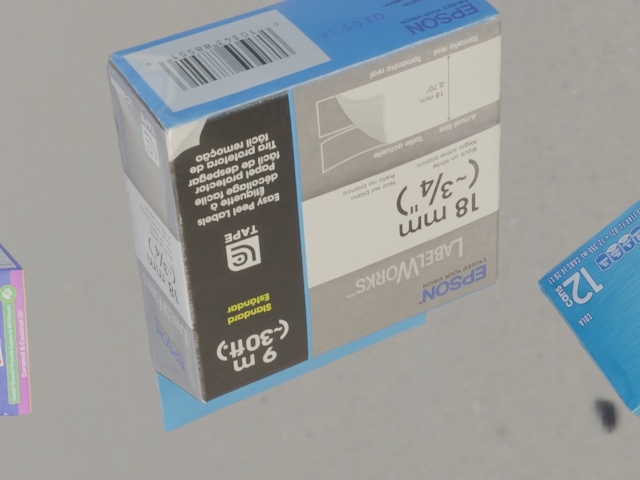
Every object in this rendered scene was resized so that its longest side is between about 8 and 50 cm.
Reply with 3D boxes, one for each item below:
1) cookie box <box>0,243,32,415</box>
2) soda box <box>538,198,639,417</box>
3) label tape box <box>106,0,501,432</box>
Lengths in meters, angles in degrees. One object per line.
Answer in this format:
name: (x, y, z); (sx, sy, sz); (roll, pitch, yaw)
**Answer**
cookie box: (-0.207, 0.049, 0.974); (0.107, 0.040, 0.092); (-149, 57, -65)
soda box: (0.189, -0.016, 0.595); (0.210, 0.071, 0.067); (-40, 60, 12)
label tape box: (0.000, 0.000, 1.102); (0.106, 0.240, 0.334); (47, 151, 45)
